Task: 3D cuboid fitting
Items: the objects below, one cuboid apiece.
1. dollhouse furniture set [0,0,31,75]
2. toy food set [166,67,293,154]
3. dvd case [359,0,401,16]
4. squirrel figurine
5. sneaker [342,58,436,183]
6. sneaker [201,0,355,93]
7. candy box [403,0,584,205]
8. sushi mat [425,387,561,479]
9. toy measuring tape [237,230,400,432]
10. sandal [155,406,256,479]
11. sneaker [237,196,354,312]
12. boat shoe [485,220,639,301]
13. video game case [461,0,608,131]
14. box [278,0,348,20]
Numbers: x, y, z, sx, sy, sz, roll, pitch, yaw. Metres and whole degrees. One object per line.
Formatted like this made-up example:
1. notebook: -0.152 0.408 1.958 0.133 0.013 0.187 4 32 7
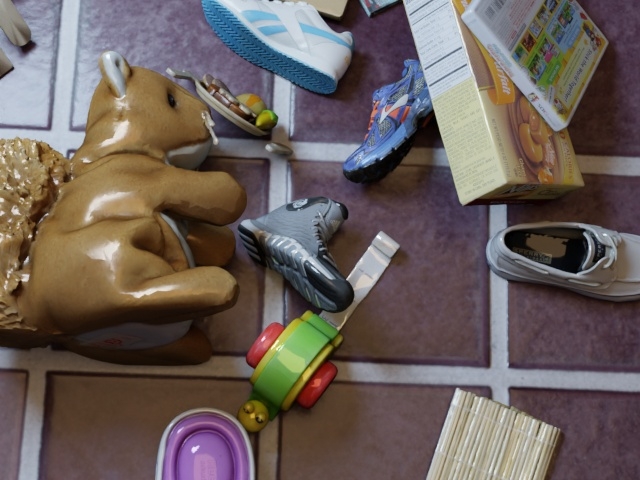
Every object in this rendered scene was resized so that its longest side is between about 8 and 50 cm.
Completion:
1. dollhouse furniture set: -0.485 -0.328 1.599 0.144 0.123 0.151 -40 46 -12
2. toy food set: -0.114 -0.189 1.535 0.192 0.132 0.038 38 100 5
3. dvd case: 0.103 -0.391 1.656 0.119 0.013 0.087 -28 79 -11
4. squirrel figurine: -0.293 -0.051 1.421 0.397 0.281 0.370 -1 69 -6
5. sneaker: 0.098 -0.167 1.572 0.087 0.083 0.221 36 67 13
6. sneaker: -0.061 -0.299 1.592 0.228 0.087 0.092 30 69 -3
7. candy box: 0.235 -0.207 1.533 0.183 0.087 0.316 -1 70 -44
8. sushi mat: 0.200 0.363 1.465 0.151 0.019 0.316 20 76 3
9. toy measuring tape: 0.001 0.113 1.469 0.121 0.121 0.330 37 77 6
10. sandal: -0.131 0.400 1.334 0.169 0.102 0.416 -10 70 -8
11. sneaker: 0.000 0.000 1.473 0.132 0.086 0.228 -34 42 -21
12. boat shoe: 0.363 0.019 1.526 0.267 0.088 0.096 11 75 0
13. video game case: 0.301 -0.288 1.547 0.206 0.026 0.227 47 46 -14
14. box: -0.038 -0.422 1.644 0.201 0.021 0.164 18 75 7
